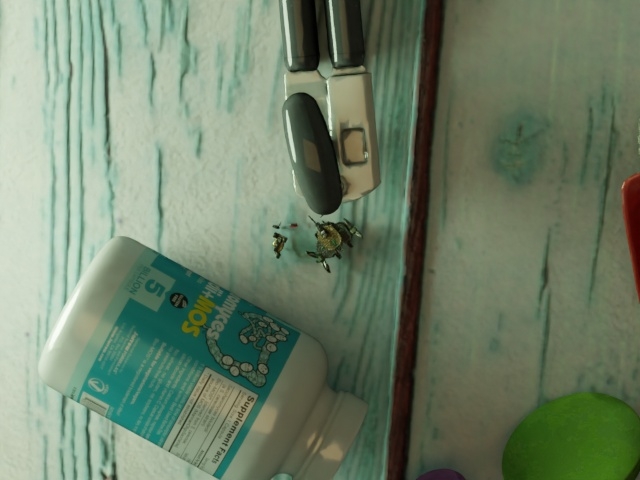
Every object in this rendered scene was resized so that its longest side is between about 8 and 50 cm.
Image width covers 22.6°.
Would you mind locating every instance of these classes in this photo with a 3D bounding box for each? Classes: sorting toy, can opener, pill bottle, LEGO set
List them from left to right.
[{"bbox_3d":[-0.095,0.116,1.366,0.264,0.146,0.146,29,101,-1],"label":"pill bottle"},{"bbox_3d":[-0.001,-0.003,1.404,0.083,0.023,0.054,16,99,15],"label":"LEGO set"},{"bbox_3d":[0.001,-0.164,1.334,0.076,0.095,0.283,-5,100,5],"label":"can opener"},{"bbox_3d":[0.260,0.208,1.393,0.366,0.127,0.126,-23,126,11],"label":"sorting toy"}]

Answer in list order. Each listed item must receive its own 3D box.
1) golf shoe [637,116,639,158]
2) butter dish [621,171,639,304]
[{"bbox_3d":[0.320,-0.128,1.321,0.069,0.086,0.176,27,102,-2],"label":"golf shoe"},{"bbox_3d":[0.341,0.018,1.319,0.160,0.118,0.160,-12,110,7],"label":"butter dish"}]
